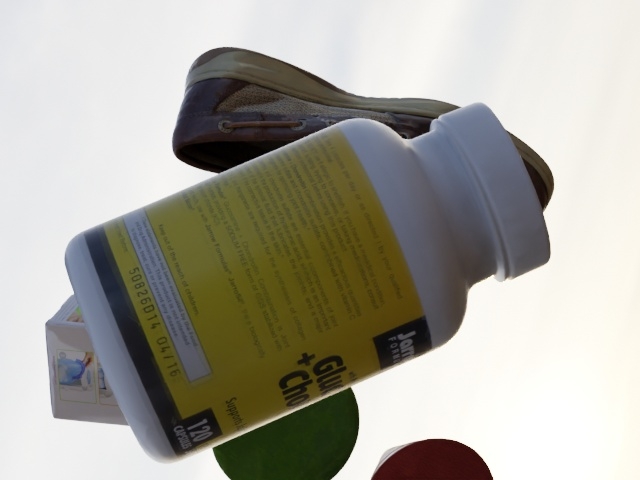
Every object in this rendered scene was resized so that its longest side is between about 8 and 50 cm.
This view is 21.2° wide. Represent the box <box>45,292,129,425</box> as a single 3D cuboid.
[{"bbox_3d":[-0.147,0.112,1.648,0.114,0.203,0.103,-58,-30,-65],"label":"box"}]

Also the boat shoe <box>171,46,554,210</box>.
[{"bbox_3d":[0.035,-0.060,1.500,0.123,0.342,0.123,116,171,-50],"label":"boat shoe"}]

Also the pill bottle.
[{"bbox_3d":[-0.004,0.012,0.704,0.103,0.184,0.103,157,90,-86],"label":"pill bottle"}]

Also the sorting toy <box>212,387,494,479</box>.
[{"bbox_3d":[-0.022,0.153,1.472,0.127,0.365,0.126,-58,18,4],"label":"sorting toy"}]
